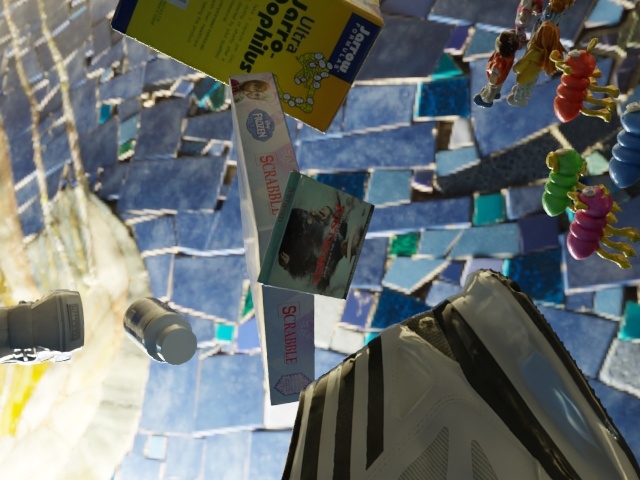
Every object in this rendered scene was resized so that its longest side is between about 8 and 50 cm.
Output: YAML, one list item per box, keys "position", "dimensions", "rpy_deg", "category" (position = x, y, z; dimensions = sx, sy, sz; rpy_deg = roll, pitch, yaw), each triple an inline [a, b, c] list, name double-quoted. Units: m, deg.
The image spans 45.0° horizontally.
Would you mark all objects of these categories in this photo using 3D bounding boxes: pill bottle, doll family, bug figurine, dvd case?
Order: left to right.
- position: [-0.208, 0.120, 1.011]
  dimensions: [0.067, 0.067, 0.120]
  rpy_deg: [18, -178, -36]
  category: "pill bottle"
- position: [0.000, 0.000, 0.608]
  dimensions: [0.013, 0.087, 0.119]
  rpy_deg: [17, 179, 31]
  category: "dvd case"
- position: [0.351, -0.324, 1.243]
  dimensions: [0.118, 0.263, 0.163]
  rpy_deg: [23, 146, 8]
  category: "doll family"
- position: [0.303, -0.096, 0.863]
  dimensions: [0.072, 0.279, 0.216]
  rpy_deg: [3, 118, -3]
  category: "bug figurine"

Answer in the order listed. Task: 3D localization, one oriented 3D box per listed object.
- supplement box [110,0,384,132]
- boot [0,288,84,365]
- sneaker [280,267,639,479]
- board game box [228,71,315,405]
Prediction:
- position: [-0.103, -0.350, 1.192]
  dimensions: [0.357, 0.194, 0.195]
  rpy_deg: [25, 115, -10]
  category: "supplement box"
- position: [-0.354, 0.101, 0.906]
  dimensions: [0.124, 0.095, 0.258]
  rpy_deg: [-3, 170, -23]
  category: "boot"
- position: [0.123, 0.257, 0.503]
  dimensions: [0.258, 0.447, 0.169]
  rpy_deg: [-30, 150, 0]
  category: "sneaker"
- position: [-0.065, -0.004, 1.029]
  dimensions: [0.066, 0.318, 0.318]
  rpy_deg: [-7, 134, -8]
  category: "board game box"
